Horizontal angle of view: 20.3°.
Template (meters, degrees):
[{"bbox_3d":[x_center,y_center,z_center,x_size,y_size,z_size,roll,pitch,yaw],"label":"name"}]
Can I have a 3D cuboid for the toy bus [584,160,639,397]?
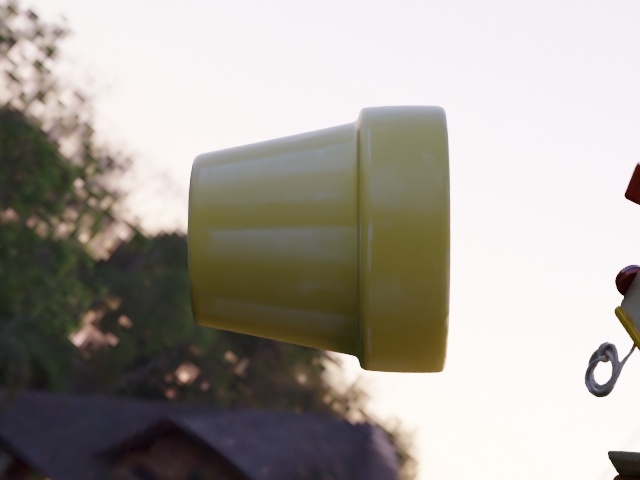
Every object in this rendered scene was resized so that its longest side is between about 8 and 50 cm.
[{"bbox_3d":[0.306,0.027,1.363,0.104,0.191,0.202,14,-16,-24],"label":"toy bus"}]

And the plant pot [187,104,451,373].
[{"bbox_3d":[0.000,0.000,1.693,0.239,0.254,0.254,-1,-15,2],"label":"plant pot"}]

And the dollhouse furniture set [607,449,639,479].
[{"bbox_3d":[0.236,0.300,1.402,0.259,0.262,0.135,1,-9,21],"label":"dollhouse furniture set"}]
